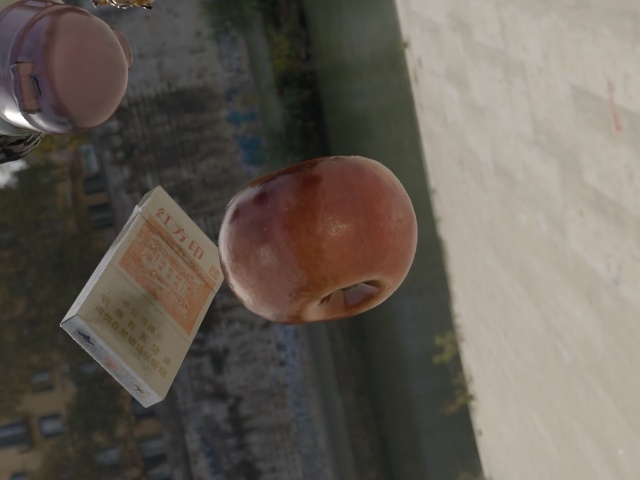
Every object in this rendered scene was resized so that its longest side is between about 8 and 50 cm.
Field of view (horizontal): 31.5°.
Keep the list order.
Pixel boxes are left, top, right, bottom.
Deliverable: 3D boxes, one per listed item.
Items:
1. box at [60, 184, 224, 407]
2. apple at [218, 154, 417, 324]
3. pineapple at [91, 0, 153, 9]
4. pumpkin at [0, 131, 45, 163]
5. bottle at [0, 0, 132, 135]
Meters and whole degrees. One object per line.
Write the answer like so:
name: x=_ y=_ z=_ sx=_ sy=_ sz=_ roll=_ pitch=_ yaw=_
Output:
box: x=-0.283 y=0.085 z=1.916 sx=0.204 sy=0.051 sz=0.365 roll=48 pitch=-145 yaw=-20
apple: x=0.000 y=0.000 z=1.542 sx=0.251 sy=0.272 sz=0.206 roll=-36 pitch=65 yaw=50
pineapple: x=-0.299 y=-0.419 z=1.702 sx=0.076 sy=0.225 sz=0.225 roll=108 pitch=154 yaw=-54
pumpkin: x=-0.529 y=-0.235 z=1.751 sx=0.250 sy=0.250 sz=0.216 roll=84 pitch=-154 yaw=-65
bottle: x=-0.233 y=-0.134 z=0.815 sx=0.233 sy=0.110 sz=0.110 roll=17 pitch=129 yaw=39
